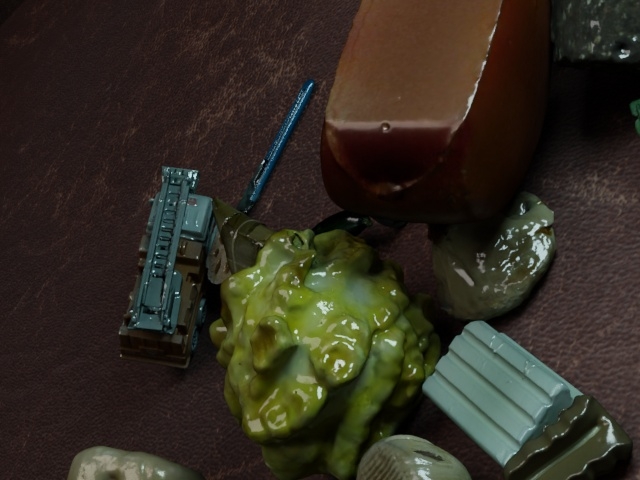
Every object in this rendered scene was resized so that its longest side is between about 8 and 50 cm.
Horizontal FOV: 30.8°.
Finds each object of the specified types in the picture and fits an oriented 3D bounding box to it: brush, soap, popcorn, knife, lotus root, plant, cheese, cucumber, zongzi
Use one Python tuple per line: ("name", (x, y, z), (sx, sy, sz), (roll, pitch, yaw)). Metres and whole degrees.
("brush", (0.196, 0.283, 1.247), (0.301, 0.071, 0.084), (-39, 72, 5))
("soap", (0.216, 0.185, 1.367), (0.119, 0.066, 0.198), (-55, 32, 4))
("popcorn", (-0.003, 0.151, 1.507), (0.312, 0.312, 0.312), (-34, 39, 34))
("knife", (-0.085, -0.166, 2.116), (0.296, 0.026, 0.044), (-64, 20, -6))
("lotus root", (-0.131, 0.028, 1.968), (0.122, 0.081, 0.112), (-27, 45, 40))
("plant", (0.374, -0.358, 1.371), (0.194, 0.181, 0.321), (-158, 73, -72))
("cheese", (-0.282, 0.395, 1.759), (0.235, 0.218, 0.117), (127, 159, -54))
("cucumber", (0.000, 0.000, 1.808), (0.284, 0.056, 0.056), (-29, 41, 56))
("zongzi", (-0.128, 0.033, 1.880), (0.176, 0.078, 0.160), (28, 118, 39))

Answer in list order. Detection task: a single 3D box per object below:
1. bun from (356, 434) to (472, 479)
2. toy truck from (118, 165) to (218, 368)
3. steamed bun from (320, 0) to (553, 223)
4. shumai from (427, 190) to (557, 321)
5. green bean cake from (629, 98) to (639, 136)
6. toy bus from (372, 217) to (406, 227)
("bun", (0.119, 0.309, 1.352), (0.173, 0.113, 0.167), (-19, 72, 61))
("toy truck", (-0.257, 0.034, 2.008), (0.184, 0.133, 0.338), (92, -173, -60))
("steamed bun", (0.155, -0.184, 1.441), (0.235, 0.248, 0.379), (5, 63, 27))
("shumai", (0.200, 0.000, 1.494), (0.201, 0.120, 0.201), (-37, 35, 32))
("green bean cake", (0.455, -0.132, 1.262), (0.208, 0.107, 0.193), (-37, 37, 29))
("toy bus", (0.136, -0.115, 1.715), (0.194, 0.087, 0.089), (-52, 28, 14))
